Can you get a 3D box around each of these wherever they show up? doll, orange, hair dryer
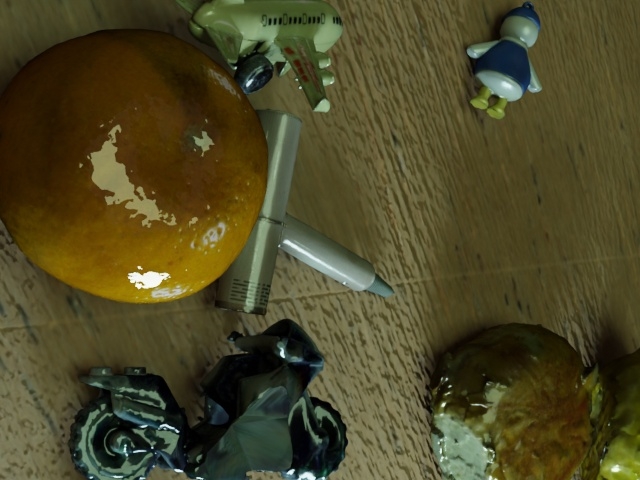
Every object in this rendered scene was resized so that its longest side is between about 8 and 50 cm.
[{"bbox_3d":[0.211,-0.207,1.396,0.099,0.057,0.143,26,74,-15],"label":"doll"},{"bbox_3d":[-0.161,-0.062,1.038,0.240,0.171,0.240,3,85,-37],"label":"orange"},{"bbox_3d":[0.004,-0.011,1.245,0.220,0.054,0.195,14,83,-38],"label":"hair dryer"}]

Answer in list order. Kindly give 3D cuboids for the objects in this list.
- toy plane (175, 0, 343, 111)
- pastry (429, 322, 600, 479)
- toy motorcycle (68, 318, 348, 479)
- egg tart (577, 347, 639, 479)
[{"bbox_3d":[-0.052,-0.191,1.144,0.092,0.229,0.244,-49,161,19],"label":"toy plane"},{"bbox_3d":[0.210,0.195,1.386,0.229,0.100,0.218,41,71,-38],"label":"pastry"},{"bbox_3d":[-0.094,0.147,1.145,0.270,0.106,0.159,6,85,-27],"label":"toy motorcycle"},{"bbox_3d":[0.370,0.229,1.455,0.116,0.295,0.295,9,86,4],"label":"egg tart"}]
